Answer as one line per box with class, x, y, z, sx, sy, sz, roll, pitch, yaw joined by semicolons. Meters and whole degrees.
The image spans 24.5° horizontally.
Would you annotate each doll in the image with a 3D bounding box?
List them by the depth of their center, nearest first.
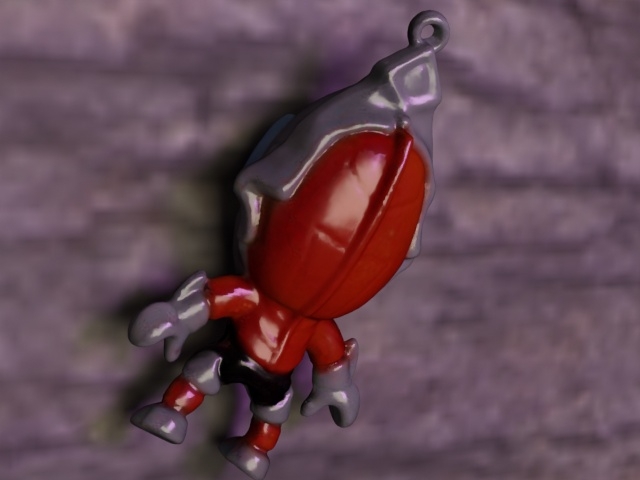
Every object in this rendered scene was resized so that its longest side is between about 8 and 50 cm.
doll;0.000;0.000;0.334;0.057;0.039;0.114;28;94;-4
